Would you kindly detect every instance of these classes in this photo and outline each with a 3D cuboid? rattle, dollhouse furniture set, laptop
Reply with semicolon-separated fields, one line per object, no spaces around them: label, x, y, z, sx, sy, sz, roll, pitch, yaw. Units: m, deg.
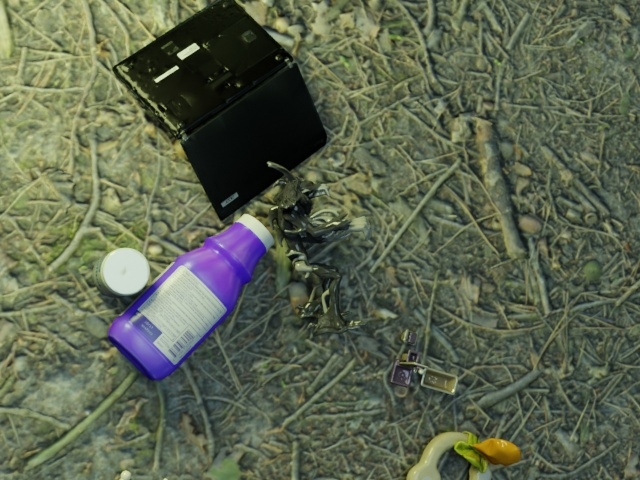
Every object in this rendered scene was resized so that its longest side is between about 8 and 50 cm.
rattle;0.208;0.393;1.683;0.199;0.143;0.130;-20;110;-27
dollhouse furniture set;0.188;0.204;1.720;0.114;0.081;0.091;18;79;-17
laptop;-0.154;-0.215;1.675;0.234;0.136;0.264;-38;72;-20

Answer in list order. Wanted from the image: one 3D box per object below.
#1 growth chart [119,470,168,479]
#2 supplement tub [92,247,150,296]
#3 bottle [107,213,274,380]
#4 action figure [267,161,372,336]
growth chart;-0.232;0.447;1.574;0.237;0.021;0.172;31;71;-14
supplement tub;-0.294;0.048;1.547;0.071;0.107;0.071;2;84;-20
bottle;-0.188;0.078;1.590;0.118;0.092;0.283;46;72;-11
action figure;0.000;0.000;1.638;0.141;0.164;0.276;-16;100;-10
